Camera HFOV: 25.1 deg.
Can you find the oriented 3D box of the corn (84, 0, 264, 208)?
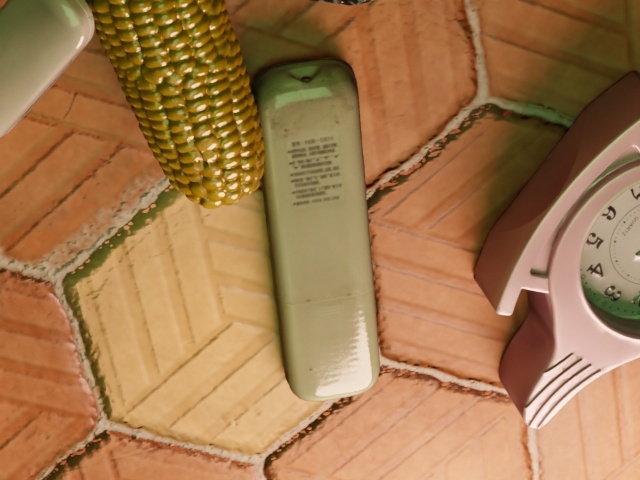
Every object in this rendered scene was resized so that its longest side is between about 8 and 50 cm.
[{"bbox_3d":[-0.118,-0.162,1.063,0.106,0.106,0.305,-19,116,0],"label":"corn"}]

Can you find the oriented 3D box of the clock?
[{"bbox_3d":[0.272,0.046,1.238,0.275,0.080,0.290,34,106,-21],"label":"clock"}]

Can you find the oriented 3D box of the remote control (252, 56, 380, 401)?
[{"bbox_3d":[0.001,0.000,1.193,0.090,0.038,0.309,-10,116,-6],"label":"remote control"}]

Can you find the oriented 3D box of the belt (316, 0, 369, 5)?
[{"bbox_3d":[0.057,-0.304,1.002,0.207,0.160,0.295,39,102,-5],"label":"belt"}]

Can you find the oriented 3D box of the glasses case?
[{"bbox_3d":[-0.226,-0.133,1.063,0.063,0.041,0.164,45,128,-7],"label":"glasses case"}]
